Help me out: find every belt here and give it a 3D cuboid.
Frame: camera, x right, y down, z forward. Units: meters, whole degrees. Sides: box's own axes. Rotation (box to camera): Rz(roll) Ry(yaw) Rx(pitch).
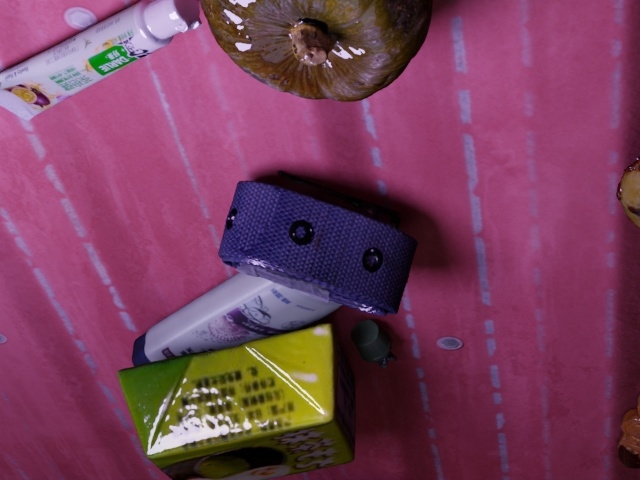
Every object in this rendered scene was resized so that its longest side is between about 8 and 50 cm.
[{"bbox_3d":[0.000,0.000,1.706,0.230,0.126,0.139,19,171,-17],"label":"belt"}]

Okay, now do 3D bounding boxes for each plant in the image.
[{"bbox_3d":[0.078,0.148,1.978,0.051,0.051,0.102,-7,148,21],"label":"plant"}]

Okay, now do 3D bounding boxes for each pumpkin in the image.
[{"bbox_3d":[0.003,-0.214,1.350,0.219,0.162,0.219,6,142,5],"label":"pumpkin"}]

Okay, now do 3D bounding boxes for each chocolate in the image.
[{"bbox_3d":[-0.096,0.237,1.964,0.288,0.137,0.301,-13,159,3],"label":"chocolate"}]

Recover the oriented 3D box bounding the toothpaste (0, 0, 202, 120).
[{"bbox_3d":[-0.247,-0.194,1.529,0.314,0.056,0.058,-20,98,39],"label":"toothpaste"}]

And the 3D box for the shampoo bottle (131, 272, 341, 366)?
[{"bbox_3d":[-0.106,0.108,1.927,0.134,0.078,0.359,20,145,-34],"label":"shampoo bottle"}]

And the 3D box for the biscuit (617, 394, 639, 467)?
[{"bbox_3d":[0.517,0.277,2.107,0.183,0.043,0.280,21,141,-15],"label":"biscuit"}]

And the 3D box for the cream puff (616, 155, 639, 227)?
[{"bbox_3d":[0.397,-0.062,1.572,0.149,0.084,0.149,8,145,6],"label":"cream puff"}]
